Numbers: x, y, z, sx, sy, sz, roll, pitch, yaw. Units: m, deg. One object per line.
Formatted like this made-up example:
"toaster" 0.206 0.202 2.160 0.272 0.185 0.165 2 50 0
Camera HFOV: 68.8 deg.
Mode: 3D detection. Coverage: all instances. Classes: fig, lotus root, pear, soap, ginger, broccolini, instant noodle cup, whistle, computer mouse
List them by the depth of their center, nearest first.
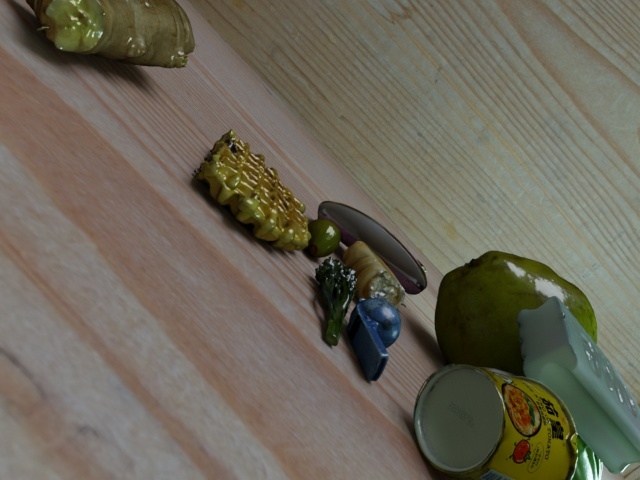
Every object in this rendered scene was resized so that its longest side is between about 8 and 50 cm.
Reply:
"instant noodle cup" 0.225 0.256 0.635 0.144 0.182 0.182 30 19 -30
"whistle" 0.089 0.141 0.717 0.090 0.090 0.158 39 15 -35
"ginger" -0.334 -0.374 0.723 0.236 0.166 0.375 55 6 -4
"broccolini" 0.034 0.093 0.726 0.203 0.068 0.091 -101 166 -66
"soap" 0.486 0.263 0.861 0.289 0.095 0.173 47 33 -13
"fig" 0.000 0.000 0.895 0.074 0.074 0.088 45 31 -10
"lotus root" 0.513 0.473 0.985 0.186 0.186 0.186 44 13 -13
"computer mouse" 0.123 0.009 1.093 0.310 0.072 0.158 39 -12 7
"pear" 0.458 0.221 1.110 0.413 0.352 0.352 51 11 -13

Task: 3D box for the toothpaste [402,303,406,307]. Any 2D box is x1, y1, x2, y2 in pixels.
"toothpaste" 0.136 0.098 1.126 0.205 0.036 0.056 43 -1 -31

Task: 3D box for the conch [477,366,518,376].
"conch" 0.343 0.323 0.850 0.275 0.148 0.183 39 19 -23

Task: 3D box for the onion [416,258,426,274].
"onion" 0.285 0.109 1.472 0.107 0.097 0.107 -3 90 -77

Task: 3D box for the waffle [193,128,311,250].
"waffle" -0.117 -0.091 0.801 0.283 0.065 0.309 55 11 23

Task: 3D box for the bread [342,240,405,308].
"bread" 0.104 0.076 0.962 0.119 0.084 0.177 41 13 -32
